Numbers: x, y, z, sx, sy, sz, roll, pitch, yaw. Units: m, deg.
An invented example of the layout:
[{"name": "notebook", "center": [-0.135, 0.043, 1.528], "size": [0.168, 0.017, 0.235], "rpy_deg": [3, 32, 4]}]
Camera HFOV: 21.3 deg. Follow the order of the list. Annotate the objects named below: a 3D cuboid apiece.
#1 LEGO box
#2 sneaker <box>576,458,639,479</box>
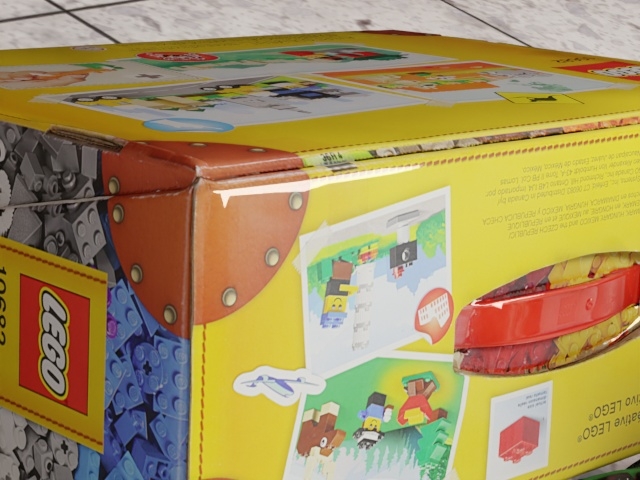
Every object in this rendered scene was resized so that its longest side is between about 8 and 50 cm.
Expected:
[{"name": "LEGO box", "center": [0.000, 0.000, 0.967], "size": [0.500, 0.193, 0.372], "rpy_deg": [-9, 18, -43]}, {"name": "sneaker", "center": [0.189, 0.187, 0.954], "size": [0.343, 0.146, 0.134], "rpy_deg": [-12, 83, -29]}]
